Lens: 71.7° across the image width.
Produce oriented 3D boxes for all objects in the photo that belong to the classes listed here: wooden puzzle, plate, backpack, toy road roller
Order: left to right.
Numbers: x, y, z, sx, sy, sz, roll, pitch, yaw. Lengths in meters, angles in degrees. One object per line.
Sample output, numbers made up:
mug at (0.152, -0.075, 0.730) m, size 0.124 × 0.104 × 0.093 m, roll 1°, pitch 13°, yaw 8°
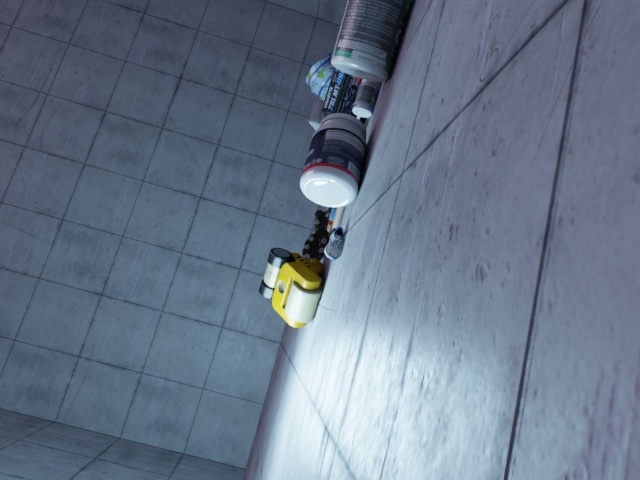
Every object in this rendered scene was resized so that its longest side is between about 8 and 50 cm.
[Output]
toy road roller at (-0.072, 0.172, 1.765) m, size 0.329 × 0.240 × 0.202 m, roll 40°, pitch 121°, yaw 44°
plate at (0.068, -0.486, 1.965) m, size 0.045 × 0.278 × 0.277 m, roll -31°, pitch 27°, yaw 26°
backpack at (0.088, -0.918, 2.481) m, size 0.290 × 0.273 × 0.355 m, roll -39°, pitch 21°, yaw 57°
wooden puzzle at (0.068, -0.147, 1.808) m, size 0.238 × 0.044 × 0.221 m, roll 145°, pitch 141°, yaw -83°

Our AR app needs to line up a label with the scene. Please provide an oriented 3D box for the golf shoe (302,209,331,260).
golf shoe at (0.000, 0.000, 1.971) m, size 0.120 × 0.105 × 0.273 m, roll 71°, pitch -144°, yaw -65°

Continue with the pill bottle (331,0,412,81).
pill bottle at (0.178, -0.728, 1.448) m, size 0.204 × 0.204 × 0.361 m, roll -90°, pitch 17°, yaw -76°

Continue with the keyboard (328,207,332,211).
keyboard at (0.061, -0.186, 2.230) m, size 0.180 × 0.023 × 0.108 m, roll 123°, pitch 163°, yaw -74°

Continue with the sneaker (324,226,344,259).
sneaker at (0.049, 0.005, 1.442) m, size 0.135 × 0.052 × 0.058 m, roll -79°, pitch 10°, yaw -46°

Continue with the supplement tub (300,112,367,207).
supplement tub at (0.050, -0.265, 1.474) m, size 0.191 × 0.191 × 0.272 m, roll 113°, pitch 172°, yaw -61°

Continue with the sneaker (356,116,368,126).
sneaker at (0.176, -0.508, 1.771) m, size 0.075 × 0.057 × 0.161 m, roll -3°, pitch 68°, yaw 68°

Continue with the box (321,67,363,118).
box at (0.137, -0.680, 1.938) m, size 0.293 × 0.073 × 0.295 m, roll -17°, pitch -52°, yaw -63°

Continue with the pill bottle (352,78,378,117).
pill bottle at (0.174, -0.546, 1.684) m, size 0.078 × 0.078 × 0.137 m, roll 138°, pitch 147°, yaw -83°

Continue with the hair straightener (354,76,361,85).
hair straightener at (0.199, -0.651, 1.664) m, size 0.230 × 0.089 × 0.047 m, roll 129°, pitch 141°, yaw -72°
